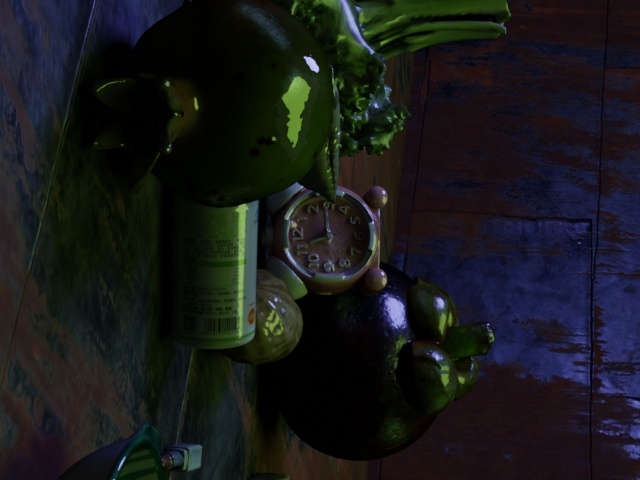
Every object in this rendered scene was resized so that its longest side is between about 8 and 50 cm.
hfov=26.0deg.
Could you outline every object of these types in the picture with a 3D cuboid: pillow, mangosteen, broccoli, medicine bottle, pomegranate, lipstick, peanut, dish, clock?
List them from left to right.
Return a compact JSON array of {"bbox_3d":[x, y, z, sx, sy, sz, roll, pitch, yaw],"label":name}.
[{"bbox_3d":[-0.170,0.245,1.007,0.246,0.078,0.224,81,15,-54],"label":"dish"},{"bbox_3d":[-0.145,0.216,1.361,0.107,0.025,0.025,18,76,-77],"label":"lipstick"},{"bbox_3d":[-0.093,-0.110,1.123,0.224,0.181,0.181,-19,114,-60],"label":"pomegranate"},{"bbox_3d":[-0.103,0.007,1.341,0.086,0.086,0.183,-56,150,-74],"label":"medicine bottle"},{"bbox_3d":[-0.069,0.088,1.583,0.226,0.095,0.108,39,53,-81],"label":"peanut"},{"bbox_3d":[-0.056,-0.140,1.314,0.229,0.050,0.148,39,-41,45],"label":"pillow"},{"bbox_3d":[0.000,0.000,1.821,0.093,0.162,0.166,141,-49,-74],"label":"clock"},{"bbox_3d":[0.031,-0.279,1.548,0.249,0.302,0.375,7,-80,60],"label":"broccoli"},{"bbox_3d":[0.075,0.170,1.958,0.300,0.300,0.300,4,90,-82],"label":"mangosteen"}]

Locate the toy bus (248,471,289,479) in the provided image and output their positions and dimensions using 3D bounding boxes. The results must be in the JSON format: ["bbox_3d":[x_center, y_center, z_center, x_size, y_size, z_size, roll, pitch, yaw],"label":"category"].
[{"bbox_3d":[-0.072,0.399,1.848,0.072,0.057,0.172,4,89,-76],"label":"toy bus"}]
